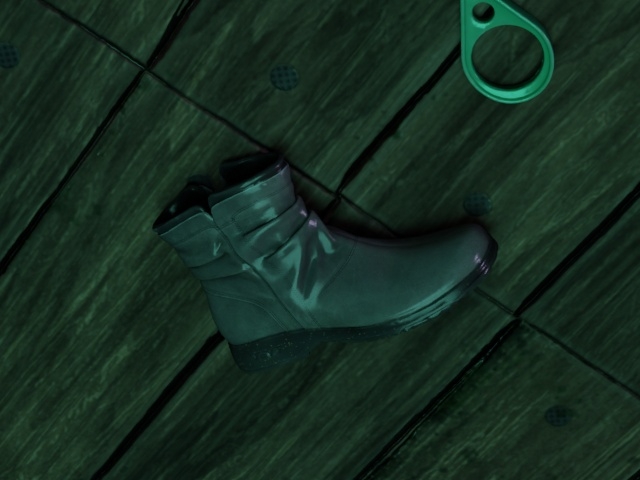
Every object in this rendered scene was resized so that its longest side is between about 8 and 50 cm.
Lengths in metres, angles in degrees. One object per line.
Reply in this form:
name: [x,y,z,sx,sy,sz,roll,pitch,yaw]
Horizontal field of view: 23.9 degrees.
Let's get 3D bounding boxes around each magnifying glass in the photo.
magnifying glass: [0.157,-0.235,1.492,0.092,0.026,0.231,-22,116,21]

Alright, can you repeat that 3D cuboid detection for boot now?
boot: [0.000,0.000,1.616,0.338,0.118,0.223,-22,111,16]
